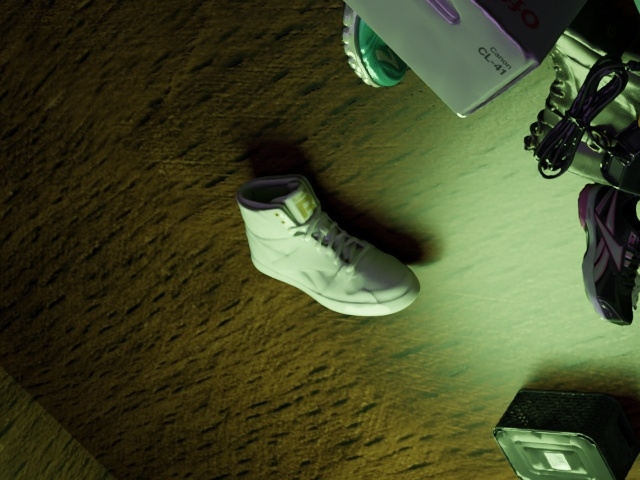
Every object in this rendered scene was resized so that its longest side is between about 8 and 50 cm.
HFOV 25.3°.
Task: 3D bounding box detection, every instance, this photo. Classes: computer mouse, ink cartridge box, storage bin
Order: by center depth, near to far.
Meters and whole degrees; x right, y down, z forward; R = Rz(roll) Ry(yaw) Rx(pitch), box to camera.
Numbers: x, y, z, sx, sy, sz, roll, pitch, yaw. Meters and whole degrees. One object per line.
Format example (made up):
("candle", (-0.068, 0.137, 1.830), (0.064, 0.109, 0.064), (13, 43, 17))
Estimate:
("ink cartridge box", (0.163, -0.303, 1.382), (0.226, 0.306, 0.131), (44, 145, -6))
("computer mouse", (0.377, -0.118, 1.539), (0.262, 0.060, 0.184), (16, 131, -9))
("storage bin", (0.357, 0.291, 2.073), (0.180, 0.084, 0.122), (-2, 128, 45))

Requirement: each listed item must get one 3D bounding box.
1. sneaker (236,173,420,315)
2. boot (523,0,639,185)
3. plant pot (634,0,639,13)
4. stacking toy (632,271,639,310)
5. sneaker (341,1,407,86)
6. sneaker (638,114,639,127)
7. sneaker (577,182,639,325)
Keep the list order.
("sneaker", (0.000, 0.000, 2.054), (0.293, 0.108, 0.169), (17, 143, 31))
("boot", (0.275, -0.174, 1.611), (0.263, 0.091, 0.229), (30, 142, 9))
("plant pot", (0.428, -0.238, 1.351), (0.234, 0.166, 0.165), (5, 134, 50))
("stacking toy", (0.481, 0.105, 1.754), (0.167, 0.052, 0.221), (-10, 132, 48))
("sneaker", (0.088, -0.284, 1.662), (0.110, 0.107, 0.275), (16, 140, 16))
("sneaker", (0.446, -0.104, 1.465), (0.290, 0.105, 0.123), (15, -172, -35))
("sneaker", (0.359, 0.013, 1.712), (0.077, 0.072, 0.178), (-12, 84, 37))
